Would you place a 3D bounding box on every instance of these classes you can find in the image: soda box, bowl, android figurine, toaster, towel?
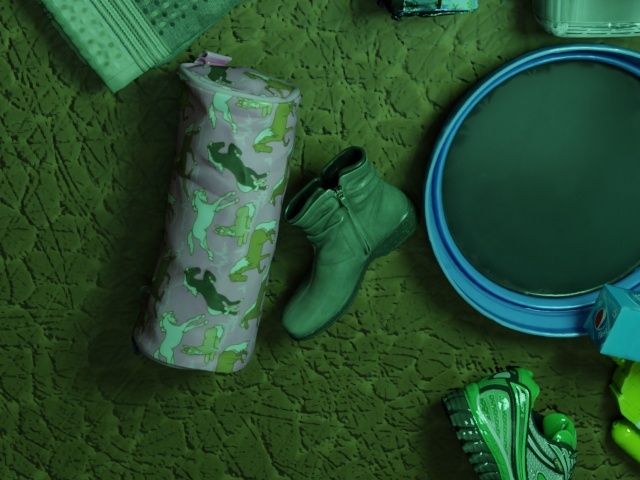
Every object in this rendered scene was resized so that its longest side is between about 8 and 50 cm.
[{"bbox_3d":[0.453,0.120,1.837,0.210,0.067,0.071,13,114,-18],"label":"soda box"},{"bbox_3d":[0.321,-0.067,1.830,0.391,0.077,0.391,-2,110,-5],"label":"bowl"},{"bbox_3d":[0.510,0.211,1.958,0.273,0.056,0.248,40,102,-17],"label":"android figurine"},{"bbox_3d":[0.341,-0.327,1.710,0.227,0.129,0.146,-3,112,-7],"label":"toaster"},{"bbox_3d":[-0.222,-0.381,1.691,0.312,0.056,0.324,-35,107,5],"label":"towel"}]

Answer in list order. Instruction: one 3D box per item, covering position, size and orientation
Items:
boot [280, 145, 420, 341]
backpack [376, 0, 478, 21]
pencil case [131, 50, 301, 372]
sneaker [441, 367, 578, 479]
[{"bbox_3d":[0.000,0.000,1.795,0.246,0.083,0.161,-49,133,5],"label":"boot"},{"bbox_3d":[0.133,-0.312,1.710,0.114,0.105,0.084,-1,111,-10],"label":"backpack"},{"bbox_3d":[-0.129,-0.030,1.758,0.167,0.160,0.386,16,109,10],"label":"pencil case"},{"bbox_3d":[0.304,0.328,1.942,0.146,0.134,0.343,-28,109,5],"label":"sneaker"}]
